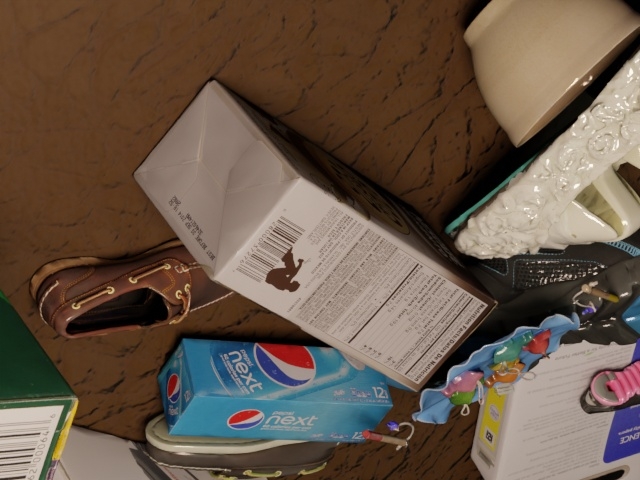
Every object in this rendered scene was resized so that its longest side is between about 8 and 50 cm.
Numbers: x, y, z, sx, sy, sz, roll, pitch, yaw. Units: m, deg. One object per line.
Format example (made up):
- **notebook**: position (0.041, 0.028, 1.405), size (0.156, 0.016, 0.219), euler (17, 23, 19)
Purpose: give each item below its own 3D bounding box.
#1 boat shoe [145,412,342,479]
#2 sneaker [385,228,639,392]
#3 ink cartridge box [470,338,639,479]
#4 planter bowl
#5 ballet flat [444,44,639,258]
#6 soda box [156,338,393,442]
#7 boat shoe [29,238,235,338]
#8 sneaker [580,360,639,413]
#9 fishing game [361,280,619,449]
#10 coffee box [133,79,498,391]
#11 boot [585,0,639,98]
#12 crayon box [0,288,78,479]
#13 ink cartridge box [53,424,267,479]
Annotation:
- **boat shoe**: position (-0.073, 0.202, 1.793), size (0.228, 0.081, 0.068), euler (-2, 120, -36)
- **sneaker**: position (0.191, 0.056, 1.845), size (0.341, 0.139, 0.125), euler (-12, 142, -2)
- **ink cartridge box**: position (0.315, 0.168, 2.047), size (0.304, 0.072, 0.307), euler (-13, 132, -27)
- **planter bowl**: position (0.197, -0.178, 1.641), size (0.162, 0.109, 0.162), euler (-42, 175, -5)
- **ballet flat**: position (0.271, -0.078, 1.672), size (0.147, 0.147, 0.409), euler (6, 142, -37)
- **soda box**: position (-0.042, 0.144, 1.745), size (0.210, 0.067, 0.071), euler (5, 141, -28)
- **boat shoe**: position (-0.151, 0.049, 1.629), size (0.207, 0.073, 0.073), euler (-11, 128, -29)
- **sneaker**: position (0.329, 0.164, 1.983), size (0.119, 0.047, 0.057), euler (-5, 147, -31)
- **fishing game**: position (0.168, 0.128, 1.728), size (0.264, 0.041, 0.189), euler (-35, 163, 9)
- **coffee box**: position (0.000, 0.000, 1.625), size (0.119, 0.168, 0.297), euler (-49, 136, 9)
- **boot**: position (0.385, -0.206, 1.780), size (0.246, 0.094, 0.207), euler (-49, 140, 16)
- **crayon box**: position (-0.342, 0.176, 1.421), size (0.106, 0.313, 0.363), euler (0, 122, -38)
- **ink cartridge box**: position (-0.194, 0.318, 1.766), size (0.307, 0.129, 0.223), euler (21, 110, -43)
